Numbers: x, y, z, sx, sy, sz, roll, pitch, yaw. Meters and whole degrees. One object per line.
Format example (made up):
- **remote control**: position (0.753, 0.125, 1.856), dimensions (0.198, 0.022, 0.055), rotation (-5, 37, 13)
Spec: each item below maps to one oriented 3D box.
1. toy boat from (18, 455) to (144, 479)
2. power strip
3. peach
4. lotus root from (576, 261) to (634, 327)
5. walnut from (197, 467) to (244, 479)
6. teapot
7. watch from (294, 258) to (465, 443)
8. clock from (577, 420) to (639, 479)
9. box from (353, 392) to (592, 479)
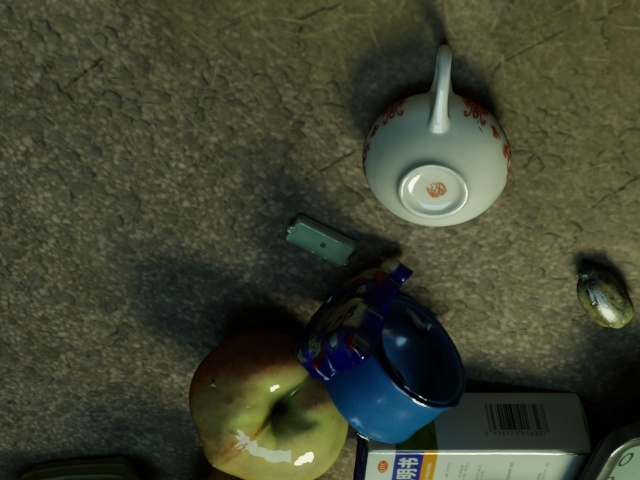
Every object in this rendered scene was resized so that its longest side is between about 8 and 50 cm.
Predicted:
- **toy boat**: position (-0.392, 0.410, 1.802), dimensions (0.276, 0.084, 0.111), rotation (-13, 127, 18)
- **power strip**: position (0.000, 0.000, 1.369), dimensions (0.090, 0.016, 0.040), rotation (26, 133, -13)
- **peach**: position (-0.072, 0.226, 1.477), dimensions (0.233, 0.232, 0.232), rotation (6, 134, 6)
- **lotus root**: position (0.340, 0.067, 1.343), dimensions (0.054, 0.049, 0.099), rotation (-24, 119, 32)
- **walnut**: position (-0.105, 0.465, 1.663), dimensions (0.296, 0.285, 0.285), rotation (-20, 127, 14)
- **teapot**: position (0.126, -0.095, 1.204), dimensions (0.159, 0.116, 0.245), rotation (17, 129, 11)
- **watch**: position (0.080, 0.150, 1.378), dimensions (0.200, 0.196, 0.171), rotation (41, 133, -13)
- **clock**: position (0.448, 0.303, 1.479), dimensions (0.273, 0.049, 0.279), rotation (-9, 138, -22)
- **box**: position (0.200, 0.308, 1.533), dimensions (0.299, 0.106, 0.200), rotation (1, 134, -3)
